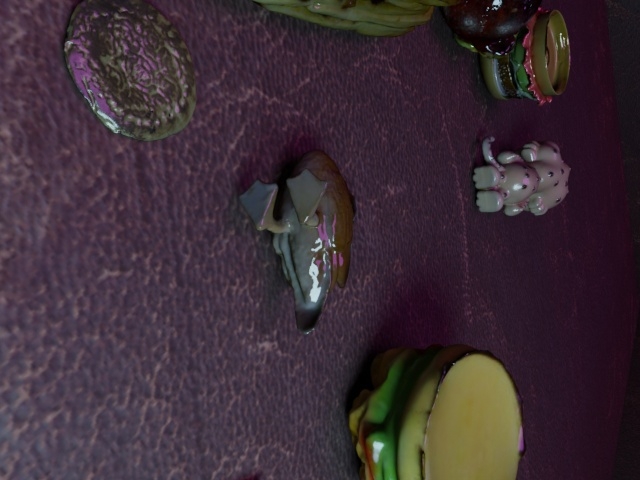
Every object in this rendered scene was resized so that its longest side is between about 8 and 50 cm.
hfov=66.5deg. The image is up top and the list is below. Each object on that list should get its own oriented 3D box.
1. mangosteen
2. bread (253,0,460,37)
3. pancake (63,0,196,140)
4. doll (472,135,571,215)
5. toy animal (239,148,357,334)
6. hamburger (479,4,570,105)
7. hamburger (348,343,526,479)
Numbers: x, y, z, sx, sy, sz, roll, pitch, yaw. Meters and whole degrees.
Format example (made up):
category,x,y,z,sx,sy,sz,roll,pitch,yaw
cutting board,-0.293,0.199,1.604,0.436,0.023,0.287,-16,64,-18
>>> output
category,x,y,z,sx,sy,sz,roll,pitch,yaw
mangosteen,0.273,-0.380,0.785,0.180,0.166,0.166,74,35,-55
bread,0.040,-0.362,0.482,0.325,0.167,0.277,-8,95,-51
pancake,-0.142,-0.132,0.378,0.115,0.011,0.114,2,87,-50
doll,0.393,-0.124,0.958,0.278,0.119,0.154,-5,92,-41
toy animal,0.000,0.000,0.498,0.179,0.089,0.188,21,67,-64
hamburger,0.373,-0.337,0.906,0.175,0.137,0.175,-7,99,-48
hamburger,0.133,0.238,0.596,0.237,0.149,0.237,7,79,-42
